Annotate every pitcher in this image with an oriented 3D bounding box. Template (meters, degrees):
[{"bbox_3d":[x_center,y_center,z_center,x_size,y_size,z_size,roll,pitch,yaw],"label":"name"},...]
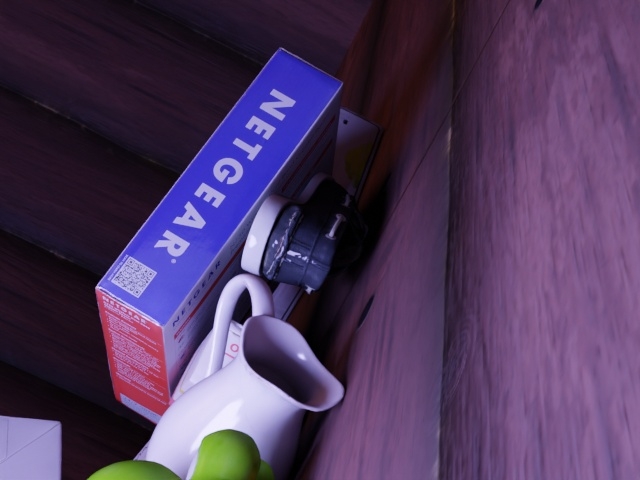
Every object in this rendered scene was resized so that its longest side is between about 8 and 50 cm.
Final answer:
[{"bbox_3d":[-0.080,0.149,1.405,0.207,0.125,0.177,-57,39,32],"label":"pitcher"}]

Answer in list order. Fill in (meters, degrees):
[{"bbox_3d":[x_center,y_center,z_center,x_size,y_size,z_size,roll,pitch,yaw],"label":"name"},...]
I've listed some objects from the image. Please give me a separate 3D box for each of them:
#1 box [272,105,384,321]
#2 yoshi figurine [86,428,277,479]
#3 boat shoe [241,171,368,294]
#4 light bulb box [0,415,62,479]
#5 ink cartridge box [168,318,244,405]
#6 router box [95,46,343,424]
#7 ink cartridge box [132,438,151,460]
[{"bbox_3d":[-0.028,-0.024,2.049,0.290,0.087,0.169,-59,7,46],"label":"box"},{"bbox_3d":[-0.152,0.300,1.206,0.203,0.203,0.362,112,-178,-47],"label":"yoshi figurine"},{"bbox_3d":[0.000,0.000,1.647,0.302,0.091,0.114,-38,-31,-71],"label":"boat shoe"},{"bbox_3d":[-0.442,0.449,1.857,0.358,0.225,0.361,-99,23,-48],"label":"light bulb box"},{"bbox_3d":[-0.073,0.144,1.530,0.067,0.115,0.198,-63,4,-19],"label":"ink cartridge box"},{"bbox_3d":[-0.102,0.006,1.691,0.335,0.082,0.301,-55,-12,-24],"label":"router box"},{"bbox_3d":[-0.151,0.220,1.880,0.275,0.060,0.239,-49,8,1],"label":"ink cartridge box"}]
